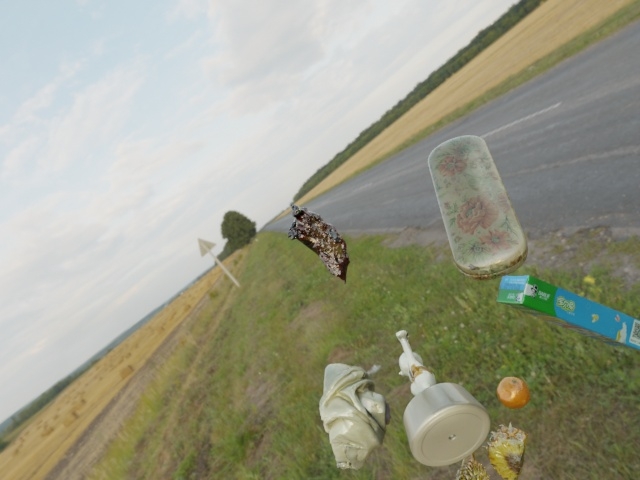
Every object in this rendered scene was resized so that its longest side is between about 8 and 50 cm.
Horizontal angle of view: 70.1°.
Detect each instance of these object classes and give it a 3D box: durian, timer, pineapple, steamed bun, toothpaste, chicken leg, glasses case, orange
[{"bbox_3d":[0.509,0.809,1.568,0.140,0.078,0.225,-39,34,47],"label":"durian"},{"bbox_3d":[0.234,0.335,1.024,0.175,0.175,0.266,-38,30,6],"label":"timer"},{"bbox_3d":[0.639,0.732,1.588,0.135,0.233,0.079,12,28,35],"label":"pineapple"},{"bbox_3d":[0.155,0.665,1.765,0.237,0.395,0.346,-14,-20,17],"label":"steamed bun"},{"bbox_3d":[0.430,0.123,0.775,0.065,0.266,0.050,173,117,-73],"label":"toothpaste"},{"bbox_3d":[0.000,0.000,1.152,0.105,0.233,0.063,-50,5,-18],"label":"chicken leg"},{"bbox_3d":[0.362,-0.094,1.086,0.156,0.098,0.426,-17,48,17],"label":"glasses case"},{"bbox_3d":[0.506,0.400,1.197,0.083,0.084,0.083,-38,6,4],"label":"orange"}]
